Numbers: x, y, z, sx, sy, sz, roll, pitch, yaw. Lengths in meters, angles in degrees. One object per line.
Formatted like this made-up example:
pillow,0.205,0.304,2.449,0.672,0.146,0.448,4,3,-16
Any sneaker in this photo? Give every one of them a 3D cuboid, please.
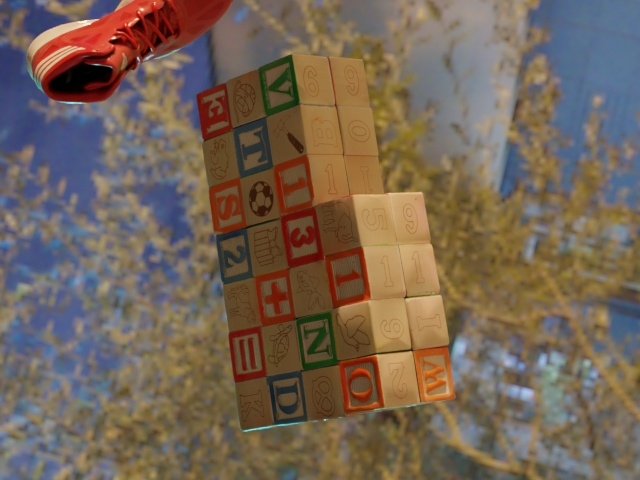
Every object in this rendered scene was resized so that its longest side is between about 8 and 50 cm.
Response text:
sneaker,-0.173,-0.188,1.484,0.087,0.221,0.128,61,178,-30

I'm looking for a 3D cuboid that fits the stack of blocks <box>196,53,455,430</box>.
stack of blocks,0.000,0.000,1.279,0.087,0.171,0.297,-1,-101,-45
